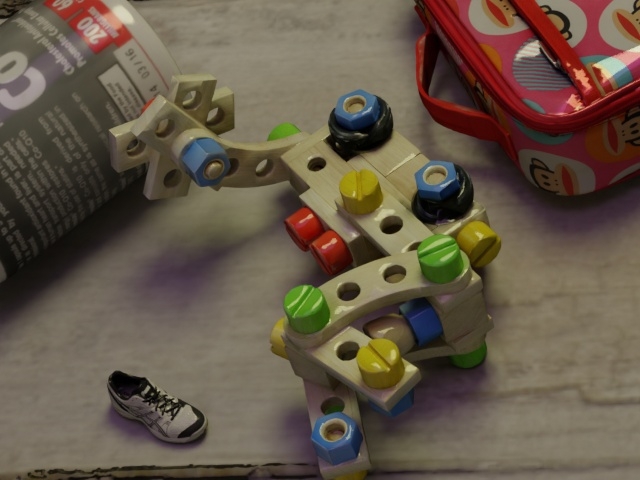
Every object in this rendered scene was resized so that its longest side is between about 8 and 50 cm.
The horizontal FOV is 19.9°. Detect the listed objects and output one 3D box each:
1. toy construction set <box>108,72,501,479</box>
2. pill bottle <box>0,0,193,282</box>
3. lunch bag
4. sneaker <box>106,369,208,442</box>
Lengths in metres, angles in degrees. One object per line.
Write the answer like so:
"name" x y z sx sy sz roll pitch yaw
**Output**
"toy construction set" 0.000 0.000 1.313 0.215 0.151 0.327 -35 64 -12
"pill bottle" -0.250 -0.066 1.408 0.283 0.161 0.161 -39 54 -16
"lunch bag" 0.188 -0.174 1.409 0.258 0.120 0.293 -28 48 -3
"sneaker" -0.121 0.119 1.313 0.083 0.037 0.032 18 58 24
